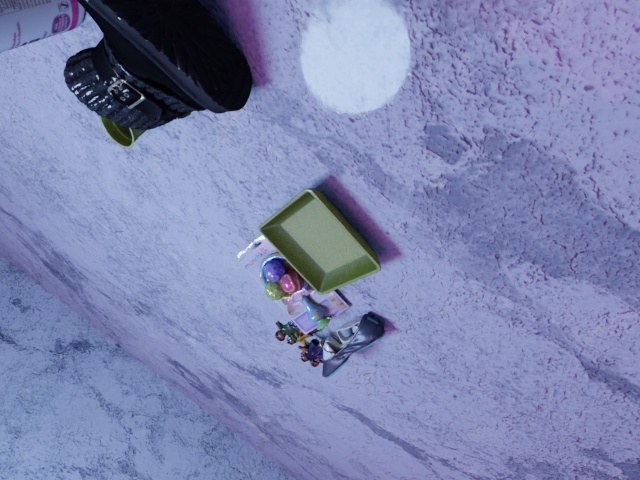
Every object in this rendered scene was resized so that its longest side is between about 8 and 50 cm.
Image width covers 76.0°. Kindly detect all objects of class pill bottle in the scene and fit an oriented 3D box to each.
[{"bbox_3d":[-0.536,-0.372,0.625,0.160,0.283,0.160,21,138,21],"label":"pill bottle"}]

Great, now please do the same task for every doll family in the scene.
[{"bbox_3d":[-0.027,0.250,0.985,0.111,0.076,0.193,-39,95,31],"label":"doll family"}]

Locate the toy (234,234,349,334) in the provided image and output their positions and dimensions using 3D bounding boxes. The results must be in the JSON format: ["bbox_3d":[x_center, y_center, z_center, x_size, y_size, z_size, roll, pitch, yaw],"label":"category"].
[{"bbox_3d":[-0.068,0.097,0.858,0.137,0.056,0.237,-37,103,27],"label":"toy"}]

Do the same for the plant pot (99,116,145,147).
[{"bbox_3d":[-0.358,-0.231,0.782,0.083,0.079,0.083,21,137,21],"label":"plant pot"}]

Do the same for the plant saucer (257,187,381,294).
[{"bbox_3d":[0.000,0.000,0.752,0.188,0.045,0.188,47,140,-10],"label":"plant saucer"}]

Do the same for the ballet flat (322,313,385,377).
[{"bbox_3d":[0.053,0.223,0.884,0.074,0.074,0.203,42,121,-3],"label":"ballet flat"}]

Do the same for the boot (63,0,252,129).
[{"bbox_3d":[-0.290,-0.290,0.570,0.260,0.131,0.348,6,152,33],"label":"boot"}]
